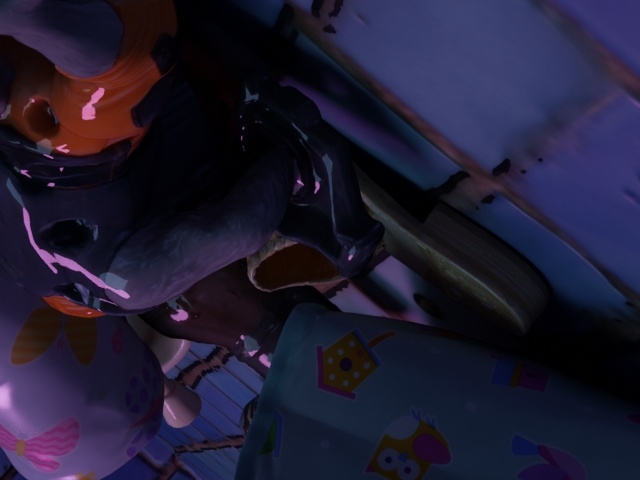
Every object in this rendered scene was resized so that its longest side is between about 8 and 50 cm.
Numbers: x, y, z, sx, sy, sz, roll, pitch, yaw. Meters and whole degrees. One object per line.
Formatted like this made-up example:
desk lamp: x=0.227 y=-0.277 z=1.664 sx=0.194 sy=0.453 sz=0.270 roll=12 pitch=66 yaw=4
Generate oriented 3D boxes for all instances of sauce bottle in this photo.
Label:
sauce bottle: x=-0.106 y=-0.018 z=1.083 sx=0.344 sy=0.111 sz=0.111 roll=42 pitch=167 yaw=-11

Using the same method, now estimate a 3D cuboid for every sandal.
sandal: x=-0.002 y=-0.003 z=0.908 sx=0.240 sy=0.079 sz=0.088 roll=32 pitch=166 yaw=28

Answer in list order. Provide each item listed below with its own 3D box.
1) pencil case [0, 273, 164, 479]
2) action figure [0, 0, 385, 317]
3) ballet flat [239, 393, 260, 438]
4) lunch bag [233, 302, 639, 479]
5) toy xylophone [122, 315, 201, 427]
pencil case: x=-0.195 y=0.040 z=1.017 sx=0.124 sy=0.113 sz=0.273 roll=3 pitch=149 yaw=29
action figure: x=-0.148 y=-0.087 z=0.821 sx=0.341 sy=0.178 sz=0.330 roll=36 pitch=159 yaw=30
ballet flat: x=0.004 y=0.209 z=1.693 sx=0.188 sy=0.070 sz=0.070 roll=33 pitch=167 yaw=9
lunch bag: x=0.090 y=0.144 z=0.961 sx=0.223 sy=0.160 sz=0.262 roll=20 pitch=174 yaw=17
toy xylophone: x=-0.178 y=0.002 z=1.236 sx=0.323 sy=0.081 sz=0.236 roll=55 pitch=-168 yaw=-40
